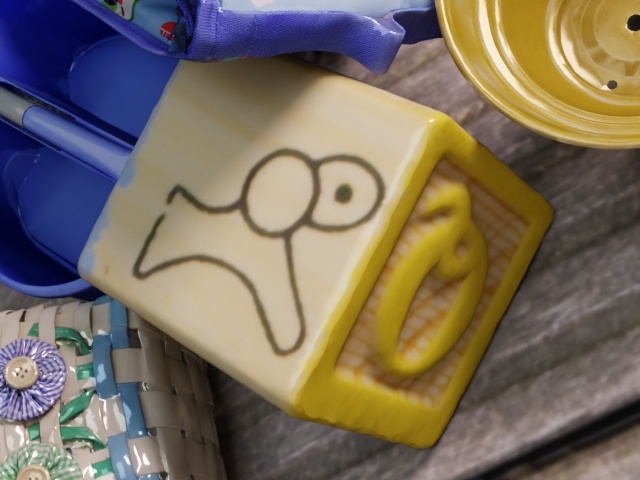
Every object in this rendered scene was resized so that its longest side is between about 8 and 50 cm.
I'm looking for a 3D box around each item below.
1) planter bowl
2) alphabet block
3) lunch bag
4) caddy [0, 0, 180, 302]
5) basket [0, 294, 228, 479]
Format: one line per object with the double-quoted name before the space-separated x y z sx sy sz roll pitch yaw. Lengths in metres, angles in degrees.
"planter bowl" 0.182 -0.142 0.654 0.217 0.090 0.217 -5 74 18
"alphabet block" 0.000 0.000 0.730 0.197 0.193 0.192 28 92 35
"lunch bag" -0.053 -0.185 0.705 0.293 0.221 0.138 45 130 32
"caddy" -0.200 -0.087 0.890 0.341 0.179 0.241 27 91 35
"basket" -0.219 0.166 0.807 0.288 0.201 0.255 -23 65 13
